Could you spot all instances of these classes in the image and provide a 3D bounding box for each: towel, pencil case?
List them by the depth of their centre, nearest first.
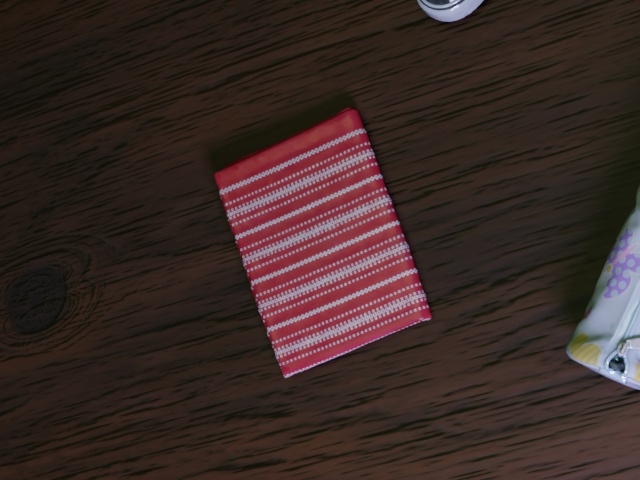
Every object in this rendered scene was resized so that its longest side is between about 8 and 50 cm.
[{"bbox_3d":[0.351,0.022,1.689,0.113,0.124,0.273,23,91,26],"label":"pencil case"},{"bbox_3d":[0.000,0.000,1.906,0.199,0.031,0.275,-24,74,17],"label":"towel"}]

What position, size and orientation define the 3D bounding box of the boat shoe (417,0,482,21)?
[{"bbox_3d":[0.176,-0.403,1.849,0.113,0.105,0.306,27,93,26],"label":"boat shoe"}]
